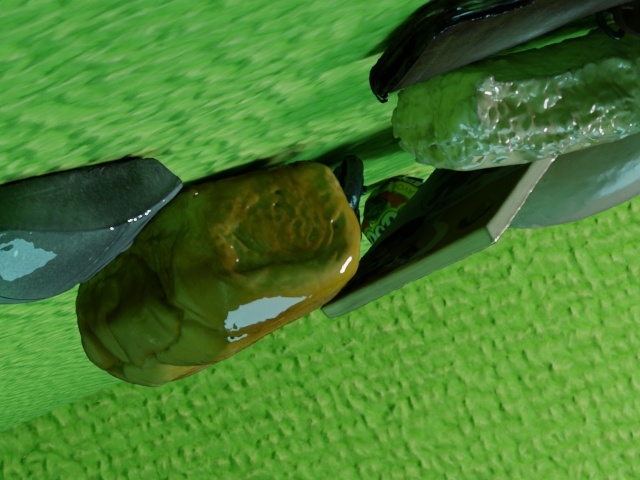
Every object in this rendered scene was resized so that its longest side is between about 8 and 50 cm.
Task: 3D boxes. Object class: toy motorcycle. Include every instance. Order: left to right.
[{"bbox_3d":[0.000,0.000,1.675,0.061,0.124,0.193,13,166,-12],"label":"toy motorcycle"}]

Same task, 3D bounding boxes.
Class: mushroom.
[{"bbox_3d":[0.287,-0.102,1.867,0.350,0.128,0.128,-30,171,37],"label":"mushroom"}]

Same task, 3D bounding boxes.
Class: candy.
[{"bbox_3d":[0.143,-0.055,2.111,0.091,0.083,0.305,-28,-179,36],"label":"candy"}]

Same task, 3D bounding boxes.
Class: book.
[{"bbox_3d":[0.137,-0.047,1.711,0.208,0.020,0.295,-28,-165,42],"label":"book"}]

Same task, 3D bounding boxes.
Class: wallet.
[{"bbox_3d":[0.161,-0.157,1.220,0.255,0.031,0.137,-21,175,-22],"label":"wallet"}]

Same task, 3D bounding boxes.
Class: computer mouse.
[{"bbox_3d":[-0.169,0.000,1.229,0.113,0.068,0.229,-24,175,36],"label":"computer mouse"}]

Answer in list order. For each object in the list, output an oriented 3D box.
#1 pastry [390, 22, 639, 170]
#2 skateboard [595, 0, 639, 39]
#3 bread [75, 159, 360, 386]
[{"bbox_3d":[0.174,-0.110,1.436,0.258,0.089,0.121,-14,-160,-35],"label":"pastry"},{"bbox_3d":[0.271,-0.177,1.394,0.151,0.067,0.080,-14,-177,-23],"label":"skateboard"},{"bbox_3d":[-0.094,0.033,1.584,0.167,0.132,0.294,-27,177,-30],"label":"bread"}]
